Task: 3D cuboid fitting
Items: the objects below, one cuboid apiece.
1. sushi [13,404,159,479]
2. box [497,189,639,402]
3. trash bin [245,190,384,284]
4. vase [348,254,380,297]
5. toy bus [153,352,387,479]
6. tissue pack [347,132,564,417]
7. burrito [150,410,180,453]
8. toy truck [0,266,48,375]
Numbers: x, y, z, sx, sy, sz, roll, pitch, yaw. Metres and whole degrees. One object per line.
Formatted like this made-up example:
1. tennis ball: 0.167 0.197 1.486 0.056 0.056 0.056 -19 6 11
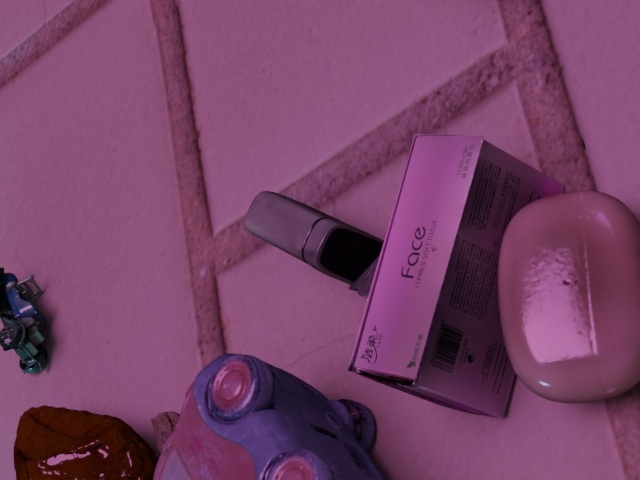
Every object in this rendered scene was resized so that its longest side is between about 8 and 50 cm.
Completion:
1. sushi: -0.290 0.281 1.891 0.287 0.140 0.149 0 37 43
2. box: 0.237 0.051 1.496 0.146 0.088 0.200 -9 70 19
3. trash bin: 0.000 0.000 1.737 0.130 0.116 0.059 27 92 46
4. vase: 0.099 0.004 1.675 0.081 0.081 0.148 29 90 46
5. toy bus: -0.051 0.270 1.610 0.232 0.197 0.294 -48 49 13
6. tissue pack: 0.136 0.037 1.575 0.092 0.148 0.246 6 76 45
7. burrito: -0.123 0.273 1.792 0.058 0.063 0.229 -32 50 -21
8. toy truck: -0.389 0.096 2.106 0.078 0.080 0.154 -32 49 -3
